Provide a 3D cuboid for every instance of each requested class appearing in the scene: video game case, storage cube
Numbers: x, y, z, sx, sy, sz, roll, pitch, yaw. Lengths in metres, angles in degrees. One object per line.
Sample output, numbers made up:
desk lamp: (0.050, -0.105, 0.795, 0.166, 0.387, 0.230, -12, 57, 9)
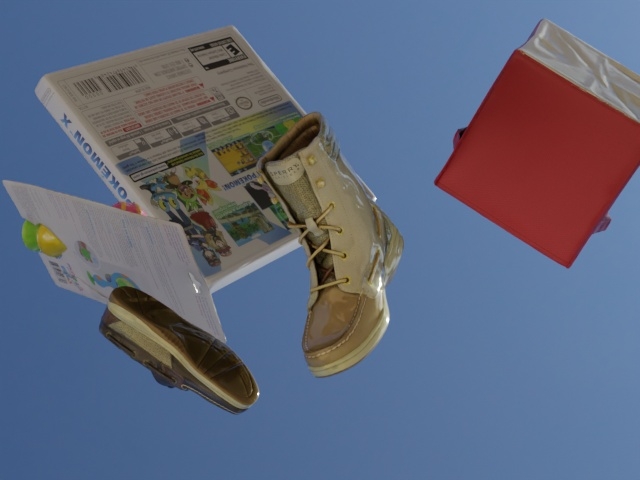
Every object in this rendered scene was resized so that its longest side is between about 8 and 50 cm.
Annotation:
video game case: (-0.122, -0.107, 1.407, 0.300, 0.036, 0.329, 51, -141, 10)
storage cube: (0.279, -0.119, 1.428, 0.215, 0.193, 0.183, 32, -152, 6)

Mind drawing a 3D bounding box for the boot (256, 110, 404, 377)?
boot: (0.000, 0.000, 1.050, 0.165, 0.077, 0.213, 59, -150, -27)

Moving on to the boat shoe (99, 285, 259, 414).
boat shoe: (-0.119, 0.098, 1.009, 0.152, 0.049, 0.056, 38, -153, 12)

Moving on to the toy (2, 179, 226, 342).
toy: (-0.183, 0.005, 1.126, 0.237, 0.137, 0.056, 11, -135, 34)
